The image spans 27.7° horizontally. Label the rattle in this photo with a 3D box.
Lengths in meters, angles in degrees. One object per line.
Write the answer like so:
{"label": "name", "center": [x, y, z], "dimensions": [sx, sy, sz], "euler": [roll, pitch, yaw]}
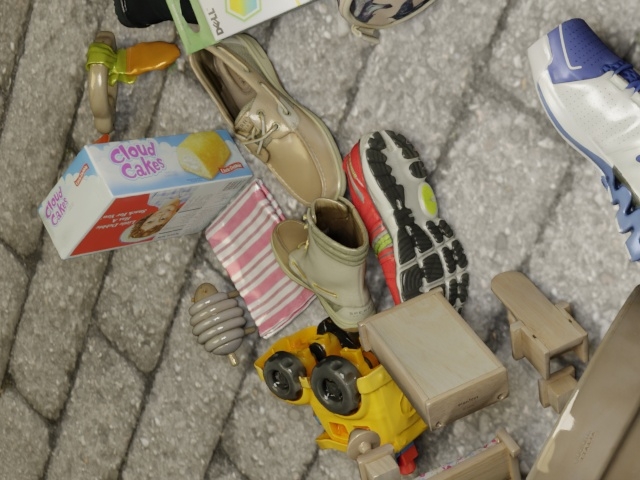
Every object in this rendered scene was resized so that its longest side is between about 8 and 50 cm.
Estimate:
{"label": "rattle", "center": [-0.289, -0.218, 1.994], "dimensions": [0.130, 0.143, 0.199], "euler": [-116, 22, -55]}

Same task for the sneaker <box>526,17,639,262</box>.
{"label": "sneaker", "center": [0.374, -0.116, 1.383], "dimensions": [0.182, 0.127, 0.315], "euler": [-33, 84, 37]}

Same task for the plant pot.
{"label": "plant pot", "center": [0.380, 0.247, 1.349], "dimensions": [0.280, 0.323, 0.323], "euler": [28, 118, 16]}

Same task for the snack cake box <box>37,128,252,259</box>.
{"label": "snack cake box", "center": [-0.244, -0.068, 1.827], "dimensions": [0.152, 0.264, 0.089], "euler": [-43, 70, 38]}

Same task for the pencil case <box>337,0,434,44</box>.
{"label": "pencil case", "center": [0.006, -0.448, 1.597], "dimensions": [0.183, 0.160, 0.410], "euler": [-44, 70, 40]}

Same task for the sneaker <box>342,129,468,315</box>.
{"label": "sneaker", "center": [0.103, -0.003, 1.669], "dimensions": [0.118, 0.107, 0.279], "euler": [-26, 78, 60]}

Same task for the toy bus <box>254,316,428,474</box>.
{"label": "toy bus", "center": [0.045, 0.219, 1.734], "dimensions": [0.220, 0.149, 0.211], "euler": [2, 116, 43]}

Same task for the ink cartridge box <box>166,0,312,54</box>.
{"label": "ink cartridge box", "center": [-0.110, -0.332, 1.718], "dimensions": [0.209, 0.062, 0.109], "euler": [-21, 97, 13]}

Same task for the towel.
{"label": "towel", "center": [-0.085, 0.026, 1.866], "dimensions": [0.144, 0.029, 0.197], "euler": [-44, 70, 37]}

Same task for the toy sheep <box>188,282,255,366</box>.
{"label": "toy sheep", "center": [-0.146, 0.122, 1.901], "dimensions": [0.091, 0.091, 0.132], "euler": [-38, 74, 39]}

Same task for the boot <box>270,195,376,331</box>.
{"label": "boot", "center": [0.000, 0.000, 1.701], "dimensions": [0.213, 0.077, 0.165], "euler": [48, 155, 38]}

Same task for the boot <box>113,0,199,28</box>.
{"label": "boot", "center": [-0.214, -0.422, 1.839], "dimensions": [0.207, 0.094, 0.246], "euler": [3, 103, 42]}

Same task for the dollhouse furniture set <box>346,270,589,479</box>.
{"label": "dollhouse furniture set", "center": [0.173, 0.247, 1.622], "dimensions": [0.174, 0.303, 0.355], "euler": [-127, 19, -48]}

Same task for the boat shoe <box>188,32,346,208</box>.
{"label": "boat shoe", "center": [-0.078, -0.159, 1.773], "dimensions": [0.109, 0.098, 0.302], "euler": [-47, 68, 37]}
